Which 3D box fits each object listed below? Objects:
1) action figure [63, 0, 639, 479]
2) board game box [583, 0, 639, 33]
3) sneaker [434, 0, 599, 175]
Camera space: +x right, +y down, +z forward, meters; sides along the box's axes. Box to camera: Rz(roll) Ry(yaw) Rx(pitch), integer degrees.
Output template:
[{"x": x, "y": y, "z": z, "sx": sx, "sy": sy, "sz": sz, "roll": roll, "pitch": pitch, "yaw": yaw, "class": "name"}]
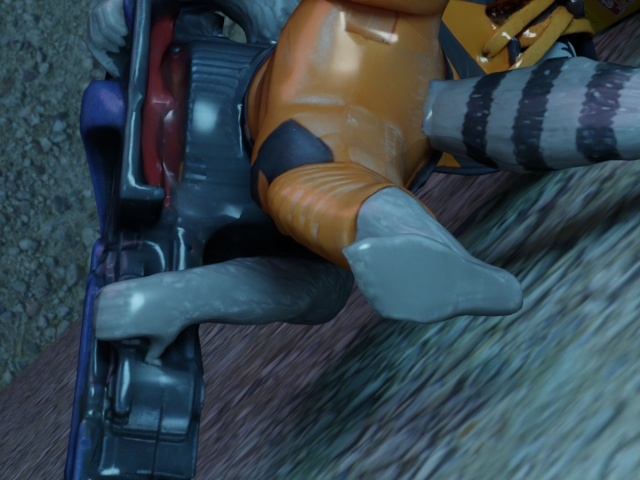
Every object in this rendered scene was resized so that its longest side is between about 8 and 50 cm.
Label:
[{"x": 0.000, "y": 0.000, "z": 0.646, "sx": 0.330, "sy": 0.178, "sz": 0.341, "roll": 162, "pitch": 116, "yaw": -66, "class": "action figure"}, {"x": 0.222, "y": -0.189, "z": 0.884, "sx": 0.124, "sy": 0.039, "sz": 0.259, "roll": -48, "pitch": 11, "yaw": -19, "class": "board game box"}, {"x": 0.108, "y": -0.140, "z": 0.725, "sx": 0.321, "sy": 0.180, "sz": 0.124, "roll": -26, "pitch": 0, "yaw": 45, "class": "sneaker"}]
